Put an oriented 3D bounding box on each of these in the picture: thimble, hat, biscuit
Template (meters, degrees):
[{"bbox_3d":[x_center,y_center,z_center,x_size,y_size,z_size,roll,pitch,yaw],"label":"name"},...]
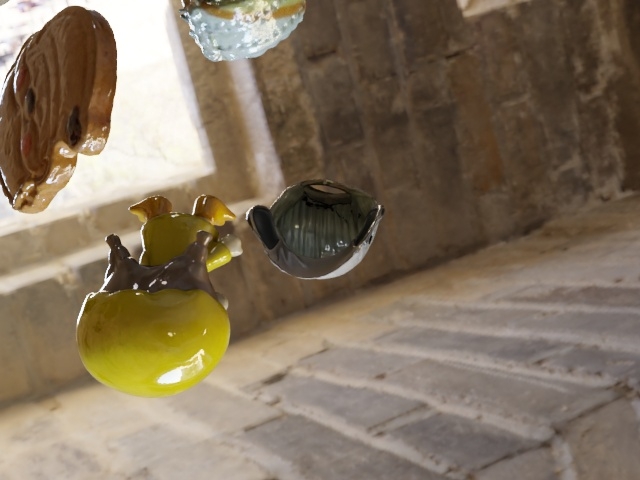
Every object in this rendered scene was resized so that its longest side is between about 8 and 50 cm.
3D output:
[{"bbox_3d":[-0.174,-0.525,2.073,0.254,0.288,0.167,18,143,33],"label":"thimble"},{"bbox_3d":[-0.001,0.000,1.621,0.275,0.232,0.161,-80,-15,-68],"label":"hat"},{"bbox_3d":[-0.513,-0.249,1.766,0.455,0.078,0.350,-35,53,40],"label":"biscuit"}]

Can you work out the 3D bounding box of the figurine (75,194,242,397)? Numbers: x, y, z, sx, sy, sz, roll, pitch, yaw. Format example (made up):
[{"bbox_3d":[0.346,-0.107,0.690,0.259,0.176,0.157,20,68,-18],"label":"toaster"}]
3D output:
[{"bbox_3d":[-0.229,0.069,1.365,0.344,0.215,0.187,-87,-21,-45],"label":"figurine"}]

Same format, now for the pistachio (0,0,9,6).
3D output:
[{"bbox_3d":[-0.543,-0.437,1.420,0.288,0.197,0.166,22,111,42],"label":"pistachio"}]
